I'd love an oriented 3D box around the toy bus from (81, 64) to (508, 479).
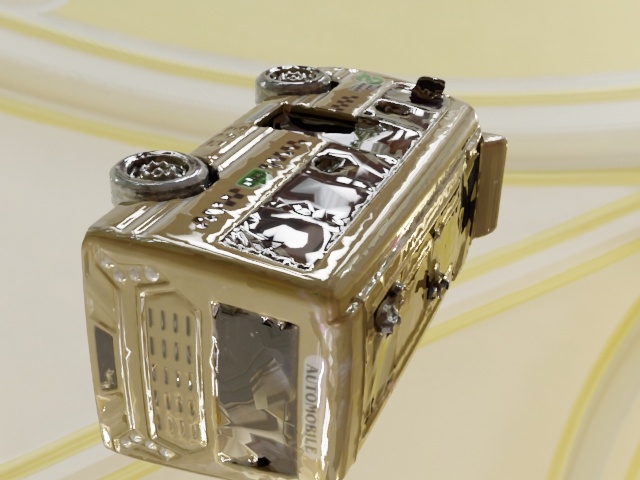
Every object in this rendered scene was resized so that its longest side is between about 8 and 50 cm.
[{"bbox_3d":[0.000,0.000,0.496,0.157,0.139,0.289,12,-151,19],"label":"toy bus"}]
